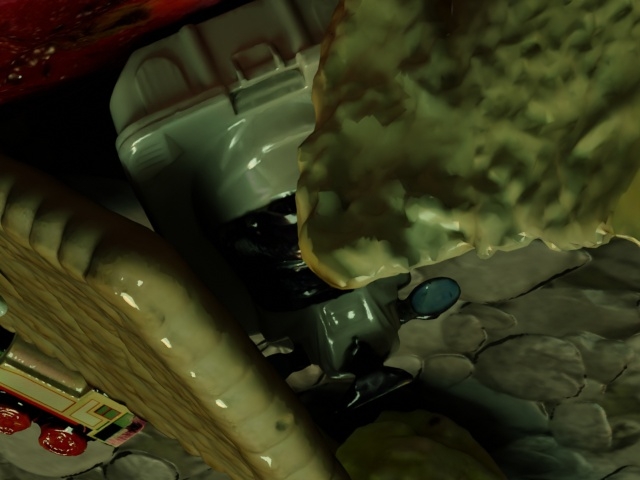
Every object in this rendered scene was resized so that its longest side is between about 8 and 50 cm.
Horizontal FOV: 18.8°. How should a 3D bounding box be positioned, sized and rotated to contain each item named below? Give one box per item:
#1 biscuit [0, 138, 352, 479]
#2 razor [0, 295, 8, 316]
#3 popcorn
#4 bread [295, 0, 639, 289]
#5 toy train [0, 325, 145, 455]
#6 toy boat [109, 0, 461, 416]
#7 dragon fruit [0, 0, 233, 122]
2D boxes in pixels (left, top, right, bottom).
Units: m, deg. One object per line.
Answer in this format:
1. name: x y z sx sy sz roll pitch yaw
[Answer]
1. biscuit: -0.126 0.012 0.888 0.325 0.044 0.217 27 158 42
2. razor: -0.242 0.035 0.900 0.191 0.037 0.068 -13 136 24
3. popcorn: 0.043 0.193 1.141 0.186 0.167 0.187 -16 147 22
4. bread: 0.124 -0.054 0.714 0.184 0.224 0.211 -10 150 37
5. toy train: -0.167 0.077 1.131 0.138 0.050 0.087 29 138 -24
6. toy boat: -0.003 -0.007 0.866 0.141 0.140 0.269 2 149 13
7. dragon fruit: -0.100 -0.136 0.731 0.212 0.134 0.262 -15 177 5
